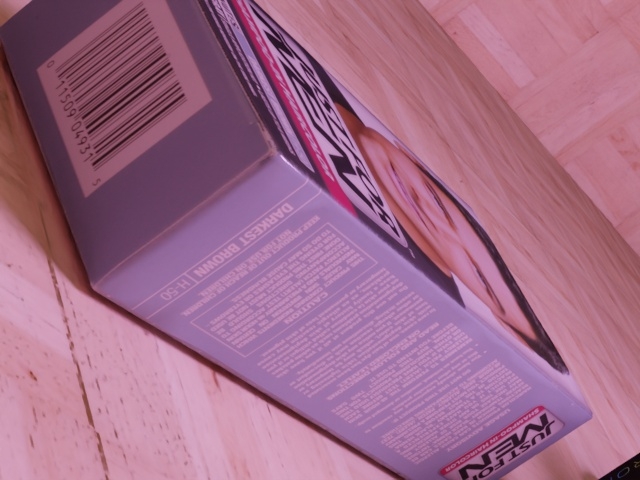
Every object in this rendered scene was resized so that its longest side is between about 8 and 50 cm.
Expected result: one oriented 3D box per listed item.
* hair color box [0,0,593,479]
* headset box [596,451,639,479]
[{"bbox_3d":[0.000,0.000,0.902,0.374,0.113,0.185,39,20,-51],"label":"hair color box"},{"bbox_3d":[0.270,0.211,1.024,0.131,0.246,0.283,54,14,-2],"label":"headset box"}]
